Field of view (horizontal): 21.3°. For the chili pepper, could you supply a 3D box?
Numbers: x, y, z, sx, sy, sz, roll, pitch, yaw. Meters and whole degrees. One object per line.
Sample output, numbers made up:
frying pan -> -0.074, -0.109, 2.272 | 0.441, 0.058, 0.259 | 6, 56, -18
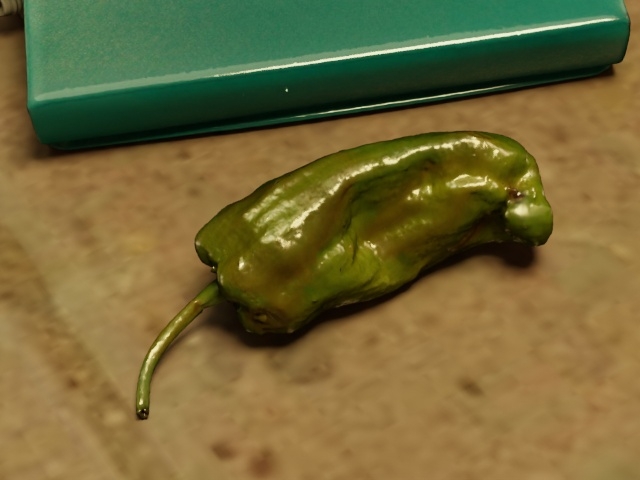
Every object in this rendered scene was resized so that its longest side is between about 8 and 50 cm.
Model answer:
chili pepper -> 0.000, -0.001, 0.759 | 0.204, 0.072, 0.073 | -19, 35, -7

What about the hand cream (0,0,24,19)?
hand cream -> -0.101, -0.184, 0.989 | 0.083, 0.048, 0.224 | 32, 51, 34

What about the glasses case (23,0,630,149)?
glasses case -> -0.001, -0.114, 0.884 | 0.301, 0.070, 0.117 | -7, 55, -2
